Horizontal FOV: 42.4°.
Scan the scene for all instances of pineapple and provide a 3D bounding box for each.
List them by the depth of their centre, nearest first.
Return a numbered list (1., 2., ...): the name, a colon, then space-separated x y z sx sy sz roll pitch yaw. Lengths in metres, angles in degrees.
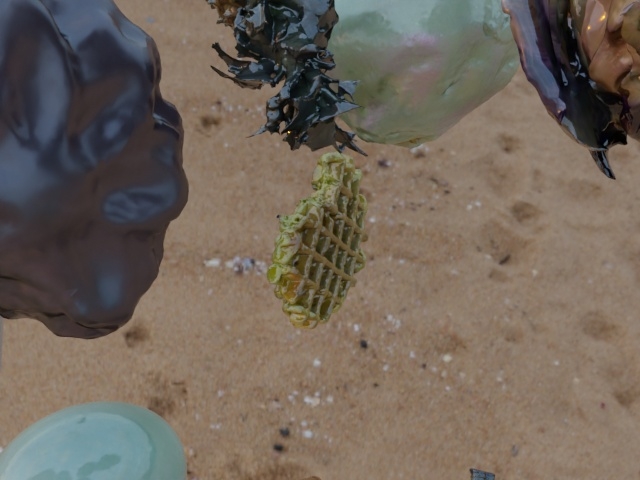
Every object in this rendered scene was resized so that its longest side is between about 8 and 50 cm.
1. pineapple: -0.036 -0.167 0.639 0.125 0.125 0.251 -6 56 -16

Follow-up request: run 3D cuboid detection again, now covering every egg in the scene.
1. egg: -0.392 0.415 1.392 0.276 0.276 0.389 32 23 22

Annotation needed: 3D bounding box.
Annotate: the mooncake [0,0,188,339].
1. mooncake: -0.303 -0.075 0.782 0.212 0.351 0.381 13 6 42

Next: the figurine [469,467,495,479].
1. figurine: 0.309 0.573 1.711 0.114 0.108 0.196 23 71 -39

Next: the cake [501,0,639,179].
1. cake: 0.304 -0.179 0.577 0.332 0.321 0.332 34 26 -19

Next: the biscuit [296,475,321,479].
1. biscuit: -0.055 0.402 1.301 0.130 0.102 0.019 -17 88 -33

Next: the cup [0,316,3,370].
1. cup: -0.472 0.008 0.948 0.212 0.317 0.212 9 19 -3

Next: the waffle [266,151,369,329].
1. waffle: 0.001 0.000 1.192 0.056 0.249 0.253 8 21 28

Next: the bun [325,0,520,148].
1. bun: 0.100 -0.196 0.926 0.293 0.187 0.293 -15 10 3
